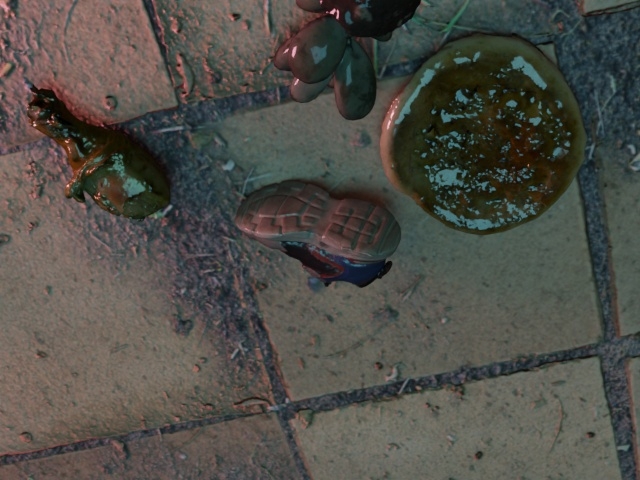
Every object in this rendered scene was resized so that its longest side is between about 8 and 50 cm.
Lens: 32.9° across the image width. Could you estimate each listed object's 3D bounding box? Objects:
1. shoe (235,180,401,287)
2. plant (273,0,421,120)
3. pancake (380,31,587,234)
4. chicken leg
[{"bbox_3d":[0.000,0.001,1.454,0.227,0.099,0.125,14,147,18],"label":"shoe"},{"bbox_3d":[0.034,-0.273,1.272,0.146,0.149,0.274,48,139,22],"label":"plant"},{"bbox_3d":[0.212,-0.130,1.398,0.282,0.049,0.282,0,122,0],"label":"pancake"},{"bbox_3d":[-0.297,-0.105,1.406,0.227,0.088,0.103,35,128,-20],"label":"chicken leg"}]
